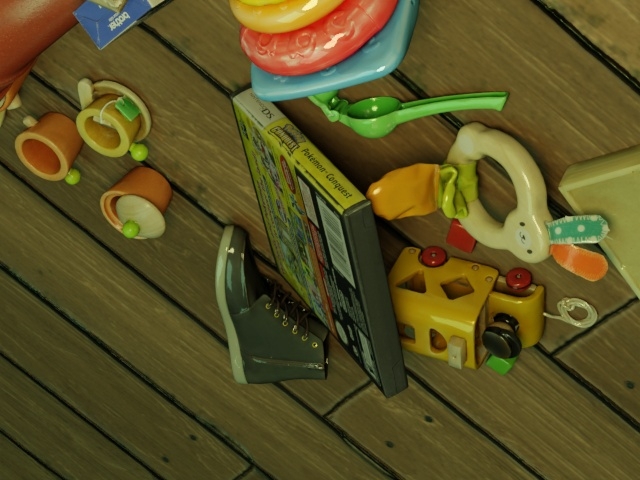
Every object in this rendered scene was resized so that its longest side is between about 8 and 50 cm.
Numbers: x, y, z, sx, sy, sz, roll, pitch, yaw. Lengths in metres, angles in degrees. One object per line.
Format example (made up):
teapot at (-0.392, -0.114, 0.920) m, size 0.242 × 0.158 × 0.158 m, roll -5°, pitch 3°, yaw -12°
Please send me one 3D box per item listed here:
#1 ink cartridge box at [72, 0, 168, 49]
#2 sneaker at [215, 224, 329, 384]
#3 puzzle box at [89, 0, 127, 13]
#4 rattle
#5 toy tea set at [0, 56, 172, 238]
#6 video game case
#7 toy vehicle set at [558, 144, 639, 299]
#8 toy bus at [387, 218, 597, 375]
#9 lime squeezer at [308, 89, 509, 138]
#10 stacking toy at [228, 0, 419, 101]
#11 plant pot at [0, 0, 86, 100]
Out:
ink cartridge box at (-0.128, -0.257, 1.592) m, size 0.097 × 0.207 × 0.046 m, roll -27°, pitch 101°, yaw 49°
sneaker at (-0.053, 0.073, 2.020) m, size 0.118 × 0.083 × 0.222 m, roll -1°, pitch 127°, yaw 11°
puzzle box at (-0.294, -0.395, 1.516) m, size 0.409 × 0.272 × 0.052 m, roll 25°, pitch 165°, yaw 11°
rattle at (0.167, -0.019, 1.665) m, size 0.200 × 0.142 × 0.130 m, roll 50°, pitch 125°, yaw 25°
toy tea set at (-0.312, -0.115, 1.942) m, size 0.336 × 0.124 × 0.200 m, roll 32°, pitch 142°, yaw 1°
video game case at (0.000, 0.000, 1.815) m, size 0.248 × 0.035 × 0.275 m, roll 47°, pitch 159°, yaw 44°
toy vehicle set at (0.378, -0.031, 1.623) m, size 0.267 × 0.035 × 0.166 m, roll -16°, pitch 121°, yaw 44°
toy bus at (0.159, 0.087, 1.847) m, size 0.191 × 0.104 × 0.202 m, roll 43°, pitch 141°, yaw -13°
lime squeezer at (0.027, -0.164, 1.710) m, size 0.310 × 0.059 × 0.110 m, roll 27°, pitch 142°, yaw 8°
stacking toy at (-0.046, -0.274, 1.487) m, size 0.165 × 0.175 × 0.302 m, roll -9°, pitch 141°, yaw 28°
plant pot at (-0.324, -0.286, 1.677) m, size 0.265 × 0.272 × 0.272 m, roll -23°, pitch 116°, yaw 38°
